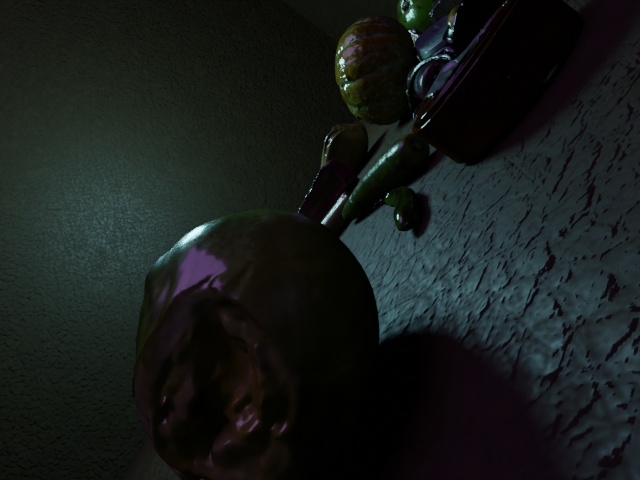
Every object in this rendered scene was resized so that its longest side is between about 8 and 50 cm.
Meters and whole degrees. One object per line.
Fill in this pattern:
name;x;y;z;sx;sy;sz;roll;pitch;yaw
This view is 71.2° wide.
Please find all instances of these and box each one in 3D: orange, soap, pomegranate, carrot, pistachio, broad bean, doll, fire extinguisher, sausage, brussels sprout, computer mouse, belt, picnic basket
orange;0.187;-0.529;1.402;0.249;0.329;0.329;-7;34;25
soap;0.003;-0.101;1.346;0.289;0.112;0.182;-58;-6;27
pomegranate;0.439;-0.919;1.786;0.254;0.271;0.254;-179;90;-65
carrot;0.124;-0.122;0.987;0.074;0.074;0.358;-60;7;-27
pistachio;0.088;-0.310;1.672;0.213;0.163;0.260;-14;-45;-37
broad bean;0.137;-0.060;0.768;0.069;0.039;0.227;-48;8;8
doll;0.349;-0.499;0.997;0.248;0.127;0.088;-53;26;-10
fire extinguisher;0.257;-0.359;1.044;0.341;0.105;0.141;-76;5;-68
sausage;0.001;0.000;1.234;0.301;0.066;0.066;-51;9;14
brussels sprout;-0.083;0.124;0.504;0.344;0.268;0.344;-56;14;22
computer mouse;0.352;-0.552;1.255;0.160;0.097;0.288;-32;24;18
belt;0.242;-0.241;0.645;0.261;0.105;0.184;-55;6;6
picnic basket;0.468;-0.794;1.438;0.297;0.129;0.222;-48;12;46

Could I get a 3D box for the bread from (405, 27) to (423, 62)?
bread;0.324;-0.647;1.563;0.140;0.160;0.169;-50;10;35
